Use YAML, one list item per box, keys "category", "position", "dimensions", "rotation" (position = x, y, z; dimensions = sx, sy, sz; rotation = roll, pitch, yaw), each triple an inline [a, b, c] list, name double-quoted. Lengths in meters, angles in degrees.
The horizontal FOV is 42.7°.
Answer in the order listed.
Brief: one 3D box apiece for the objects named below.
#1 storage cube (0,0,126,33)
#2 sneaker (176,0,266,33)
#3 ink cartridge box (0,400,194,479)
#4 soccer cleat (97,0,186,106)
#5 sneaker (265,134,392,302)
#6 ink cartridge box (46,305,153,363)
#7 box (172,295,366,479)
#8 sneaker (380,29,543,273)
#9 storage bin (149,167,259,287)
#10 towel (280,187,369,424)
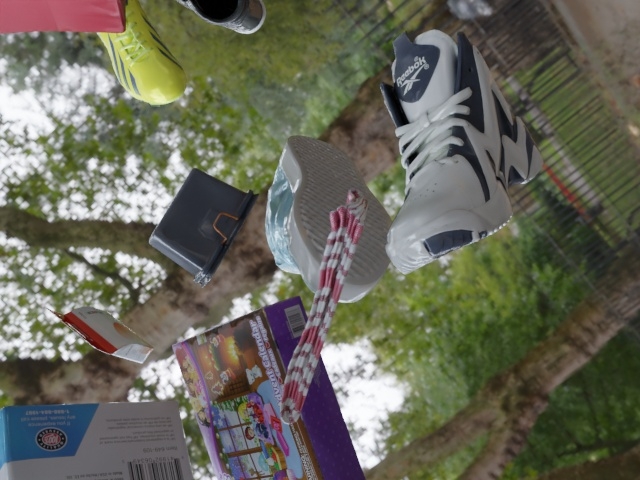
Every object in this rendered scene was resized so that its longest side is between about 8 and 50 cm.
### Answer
- category: "storage cube"
  position: [-0.345, -0.384, 1.021]
  dimensions: [0.193, 0.184, 0.215]
  rotation: [115, 152, -74]
- category: "sneaker"
  position: [-0.232, -0.449, 1.373]
  dimensions: [0.296, 0.104, 0.147]
  rotation: [30, -171, -1]
- category: "ink cartridge box"
  position: [-0.248, 0.336, 0.860]
  dimensions: [0.198, 0.197, 0.270]
  rotation: [6, -130, -34]
- category: "soccer cleat"
  position: [-0.300, -0.320, 1.280]
  dimensions: [0.289, 0.093, 0.121]
  rotation: [55, 168, 32]
- category: "sneaker"
  position: [0.000, 0.000, 1.049]
  dimensions: [0.135, 0.150, 0.366]
  rotation: [14, -154, -12]
- category: "ink cartridge box"
  position: [-0.424, 0.170, 1.583]
  dimensions: [0.145, 0.045, 0.179]
  rotation: [32, 173, 25]
- category: "box"
  position: [-0.051, 0.227, 0.913]
  dimensions: [0.057, 0.201, 0.293]
  rotation: [-15, -97, -41]
- category: "sneaker"
  position: [0.083, -0.081, 0.617]
  dimensions: [0.153, 0.094, 0.235]
  rotation: [58, -138, -6]
- category: "storage bin"
  position: [-0.151, -0.023, 1.038]
  dimensions: [0.091, 0.135, 0.098]
  rotation: [31, 162, -10]
- category: "towel"
  position: [0.001, 0.053, 0.747]
  dimensions: [0.029, 0.197, 0.144]
  rotation: [19, -169, 2]
